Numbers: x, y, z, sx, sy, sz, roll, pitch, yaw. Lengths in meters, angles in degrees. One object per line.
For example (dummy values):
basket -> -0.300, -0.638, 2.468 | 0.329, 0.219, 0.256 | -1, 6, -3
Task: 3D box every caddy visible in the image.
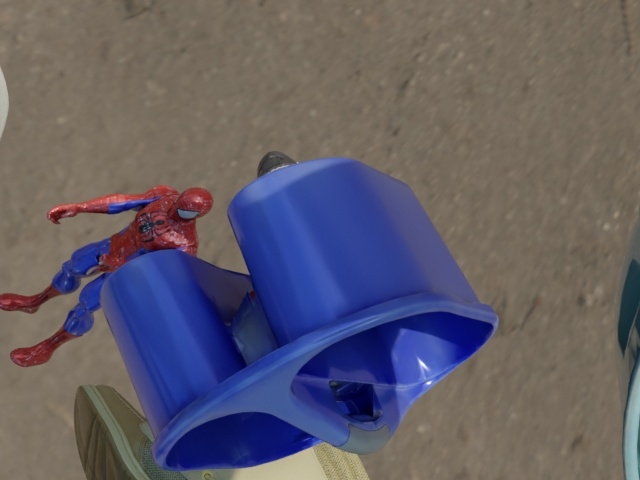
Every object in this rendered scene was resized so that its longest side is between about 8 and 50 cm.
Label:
caddy -> -0.005, 0.079, 1.193 | 0.241, 0.341, 0.179 | -33, 73, 15

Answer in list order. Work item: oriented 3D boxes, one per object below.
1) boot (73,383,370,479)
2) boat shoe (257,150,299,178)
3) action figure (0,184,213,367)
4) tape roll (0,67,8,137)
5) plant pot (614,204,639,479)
boot -> -0.087, 0.199, 1.440 | 0.262, 0.203, 0.095 | 42, 138, 42
boat shoe -> 0.000, 0.000, 1.451 | 0.075, 0.065, 0.206 | -28, 130, 4
action figure -> -0.215, 0.023, 1.438 | 0.280, 0.139, 0.091 | -33, 68, 33
tape roll -> -0.382, -0.057, 0.957 | 0.392, 0.392, 0.072 | -33, 69, 25
plant pot -> 0.264, 0.035, 0.779 | 0.271, 0.255, 0.272 | 0, 111, 1
